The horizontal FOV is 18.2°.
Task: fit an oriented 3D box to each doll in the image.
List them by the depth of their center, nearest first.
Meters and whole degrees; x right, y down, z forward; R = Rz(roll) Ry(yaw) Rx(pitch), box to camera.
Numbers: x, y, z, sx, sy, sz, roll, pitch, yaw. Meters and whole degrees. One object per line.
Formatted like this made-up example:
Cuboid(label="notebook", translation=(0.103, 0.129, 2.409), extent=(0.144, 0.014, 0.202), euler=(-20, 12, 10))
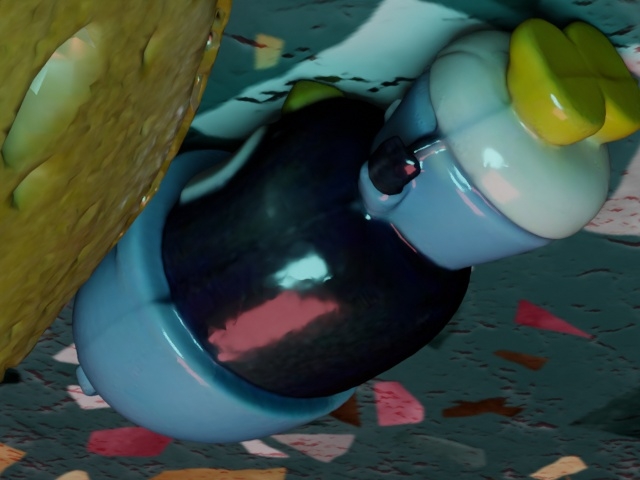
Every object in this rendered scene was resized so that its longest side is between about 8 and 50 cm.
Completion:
Cuboid(label="doll", translation=(0.000, 0.000, 0.921), extent=(0.314, 0.141, 0.177), euler=(-33, 166, 28))

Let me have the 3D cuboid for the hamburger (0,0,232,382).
Cuboid(label="hamburger", translation=(-0.190, -0.066, 0.692), extent=(0.268, 0.287, 0.445), euler=(37, 123, 12))
